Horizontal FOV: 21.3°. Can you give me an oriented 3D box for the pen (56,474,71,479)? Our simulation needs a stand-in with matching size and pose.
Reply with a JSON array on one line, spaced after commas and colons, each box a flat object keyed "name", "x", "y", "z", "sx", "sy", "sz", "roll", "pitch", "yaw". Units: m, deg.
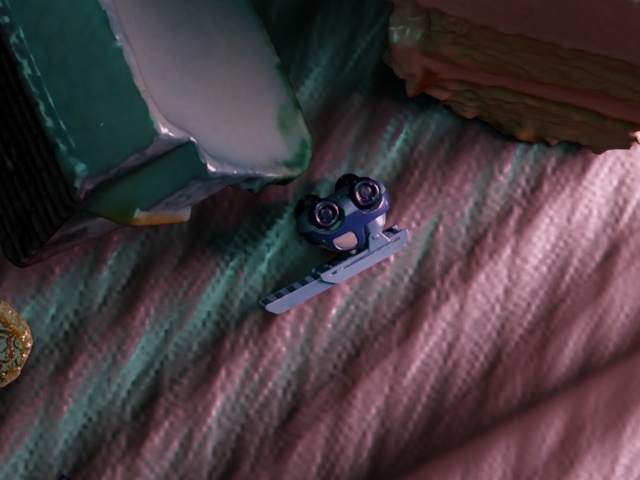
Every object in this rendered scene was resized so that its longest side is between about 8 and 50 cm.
[{"name": "pen", "x": -0.265, "y": 0.267, "z": 1.347, "sx": 0.025, "sy": 0.025, "sz": 0.204, "roll": 41, "pitch": 76, "yaw": 2}]

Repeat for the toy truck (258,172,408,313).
[{"name": "toy truck", "x": 0.000, "y": 0.000, "z": 1.419, "sx": 0.136, "sy": 0.063, "sz": 0.074, "roll": -27, "pitch": 103, "yaw": -8}]

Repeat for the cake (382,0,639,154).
[{"name": "cake", "x": 0.205, "y": -0.264, "z": 1.370, "sx": 0.293, "sy": 0.307, "sz": 0.314, "roll": 14, "pitch": 77, "yaw": -2}]

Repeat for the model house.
[{"name": "model house", "x": -0.195, "y": -0.118, "z": 1.366, "sx": 0.249, "sy": 0.230, "sz": 0.280, "roll": -30, "pitch": 78, "yaw": 30}]

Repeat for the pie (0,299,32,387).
[{"name": "pie", "x": -0.277, "y": 0.083, "z": 1.385, "sx": 0.084, "sy": 0.020, "sz": 0.084, "roll": 2, "pitch": 79, "yaw": -7}]
